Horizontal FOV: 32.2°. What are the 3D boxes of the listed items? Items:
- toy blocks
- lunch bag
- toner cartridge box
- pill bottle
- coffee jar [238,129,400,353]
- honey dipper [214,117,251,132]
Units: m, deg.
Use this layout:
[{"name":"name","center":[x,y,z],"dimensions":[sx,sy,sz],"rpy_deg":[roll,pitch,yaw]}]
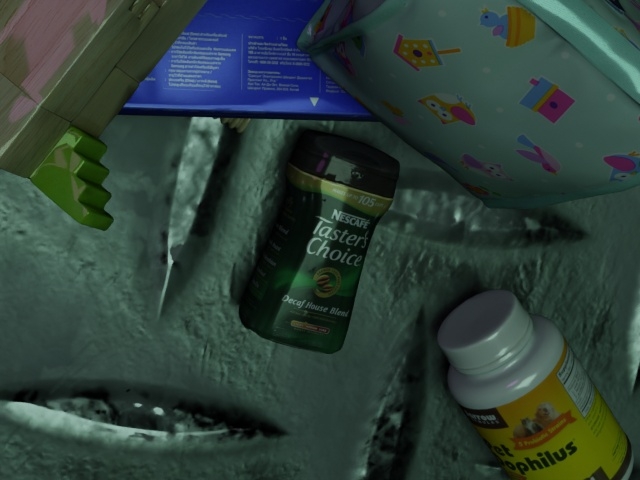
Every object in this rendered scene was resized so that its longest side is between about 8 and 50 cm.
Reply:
[{"name":"toy blocks","center":[-0.220,-0.229,0.755],"dimensions":[0.381,0.191,0.261],"rpy_deg":[39,92,12]},{"name":"lunch bag","center":[0.129,-0.135,0.767],"dimensions":[0.223,0.262,0.160],"rpy_deg":[37,82,-14]},{"name":"toner cartridge box","center":[-0.014,-0.181,0.898],"dimensions":[0.348,0.075,0.165],"rpy_deg":[0,91,-16]},{"name":"pill bottle","center":[0.199,0.152,1.043],"dimensions":[0.117,0.117,0.215],"rpy_deg":[-37,111,-4]},{"name":"coffee jar","center":[0.000,0.000,0.966],"dimensions":[0.096,0.079,0.184],"rpy_deg":[15,100,-19]},{"name":"honey dipper","center":[-0.129,-0.139,0.919],"dimensions":[0.161,0.030,0.030],"rpy_deg":[27,96,-18]}]
